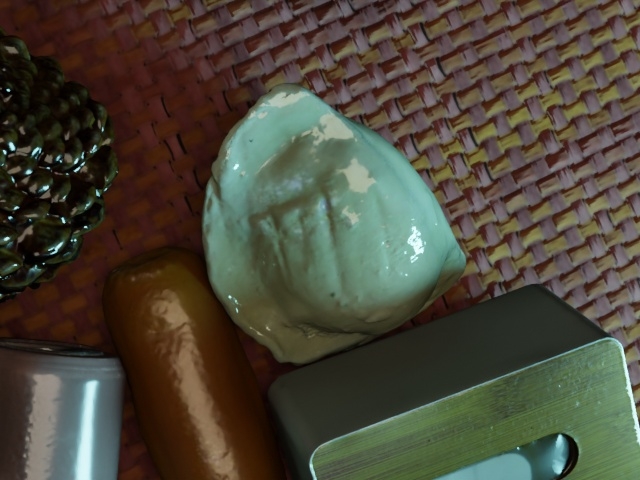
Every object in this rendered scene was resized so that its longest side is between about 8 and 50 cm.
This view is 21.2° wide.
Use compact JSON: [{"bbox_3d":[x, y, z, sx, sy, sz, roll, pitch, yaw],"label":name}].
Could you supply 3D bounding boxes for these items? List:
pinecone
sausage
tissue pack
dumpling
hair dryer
[{"bbox_3d":[-0.259,-0.043,1.222,0.221,0.221,0.221,0,90,-11],"label":"pinecone"},{"bbox_3d":[-0.095,0.122,1.306,0.098,0.098,0.238,-20,92,-10],"label":"sausage"},{"bbox_3d":[0.104,0.155,1.300,0.246,0.136,0.159,-20,113,-9],"label":"tissue pack"},{"bbox_3d":[0.000,0.000,1.295,0.179,0.131,0.252,-38,130,3],"label":"dumpling"},{"bbox_3d":[-0.257,0.176,1.158,0.125,0.352,0.210,7,90,23],"label":"hair dryer"}]
